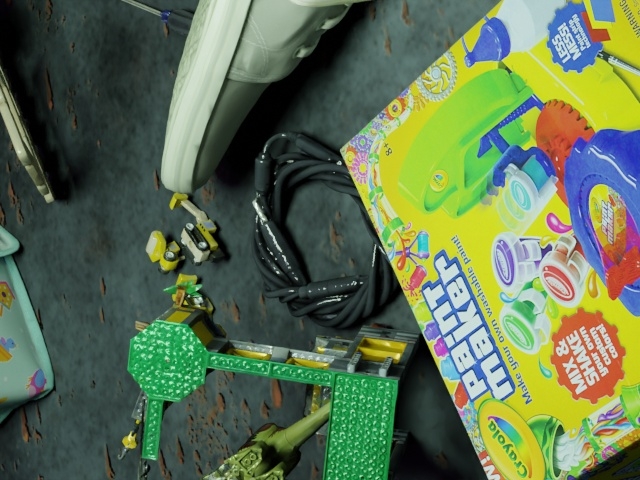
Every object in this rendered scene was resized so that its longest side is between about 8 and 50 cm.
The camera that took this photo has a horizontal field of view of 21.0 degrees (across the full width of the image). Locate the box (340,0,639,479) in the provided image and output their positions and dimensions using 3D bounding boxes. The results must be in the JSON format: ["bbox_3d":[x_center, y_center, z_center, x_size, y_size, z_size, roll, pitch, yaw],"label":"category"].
[{"bbox_3d":[0.207,-0.013,1.137,0.279,0.177,0.290,-42,63,40],"label":"box"}]

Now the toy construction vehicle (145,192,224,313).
[{"bbox_3d":[-0.119,0.016,1.583,0.098,0.035,0.086,53,138,33],"label":"toy construction vehicle"}]

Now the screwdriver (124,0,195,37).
[{"bbox_3d":[-0.152,-0.214,1.612,0.170,0.025,0.024,30,115,50],"label":"screwdriver"}]

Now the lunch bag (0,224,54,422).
[{"bbox_3d":[-0.418,0.061,1.754,0.160,0.223,0.262,-30,70,37],"label":"lunch bag"}]

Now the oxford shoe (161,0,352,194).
[{"bbox_3d":[-0.025,-0.212,1.397,0.169,0.130,0.449,-92,24,-56],"label":"oxford shoe"}]

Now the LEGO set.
[{"bbox_3d":[-0.036,0.188,1.369,0.255,0.192,0.331,-1,99,9],"label":"LEGO set"}]

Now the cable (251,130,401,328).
[{"bbox_3d":[0.000,0.000,1.444,0.184,0.047,0.151,33,116,39],"label":"cable"}]

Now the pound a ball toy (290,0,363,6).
[{"bbox_3d":[0.120,-0.285,1.140,0.136,0.319,0.208,62,146,23],"label":"pound a ball toy"}]

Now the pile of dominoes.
[{"bbox_3d":[-0.327,-0.149,1.690,0.196,0.040,0.251,82,165,-71],"label":"pile of dominoes"}]
